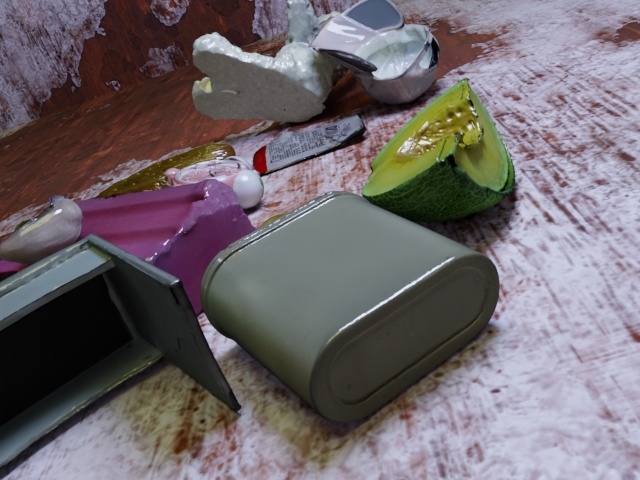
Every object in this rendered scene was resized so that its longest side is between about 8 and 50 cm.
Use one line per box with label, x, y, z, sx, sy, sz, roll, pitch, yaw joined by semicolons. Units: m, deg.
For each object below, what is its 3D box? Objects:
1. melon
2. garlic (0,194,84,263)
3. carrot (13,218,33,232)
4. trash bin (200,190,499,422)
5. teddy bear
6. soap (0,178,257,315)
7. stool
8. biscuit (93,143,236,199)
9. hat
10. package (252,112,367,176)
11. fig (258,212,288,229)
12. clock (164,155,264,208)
melon;0.158;-0.087;0.913;0.169;0.129;0.265;-32;20;32
garlic;-0.379;-0.003;0.929;0.084;0.066;0.152;-36;11;43
carrot;-0.431;-0.024;1.283;0.358;0.074;0.074;-7;28;21
trash bin;0.021;0.056;0.717;0.243;0.121;0.247;-30;29;-20
teddy bear;-0.079;-0.451;1.601;0.375;0.327;0.362;12;55;-2
soap;-0.299;0.022;1.013;0.359;0.128;0.233;-5;31;31
stool;-0.268;0.141;0.701;0.243;0.170;0.269;-34;29;-26
biscuit;-0.326;-0.133;1.414;0.318;0.040;0.318;-18;18;6
hat;0.112;-0.387;1.426;0.275;0.161;0.232;21;49;9
package;-0.026;-0.202;1.371;0.239;0.030;0.154;-18;26;5
fig;-0.007;0.010;0.906;0.166;0.093;0.093;-2;14;-30
clock;-0.184;-0.088;1.208;0.162;0.093;0.166;-16;23;-11
